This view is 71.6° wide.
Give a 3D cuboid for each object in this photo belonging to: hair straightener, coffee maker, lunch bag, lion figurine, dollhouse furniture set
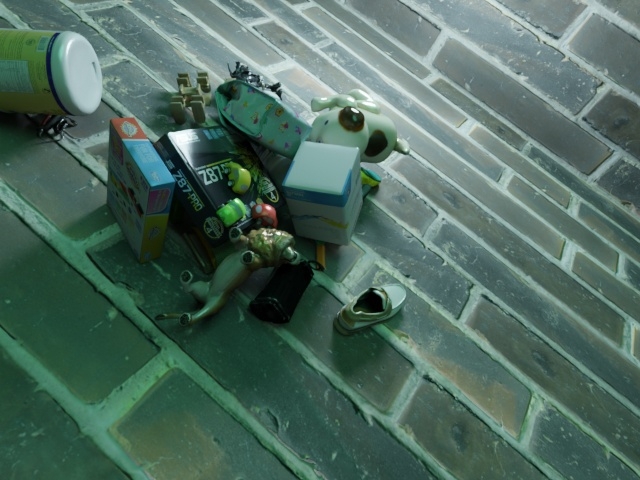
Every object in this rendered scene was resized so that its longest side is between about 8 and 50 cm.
[{"bbox_3d":[-0.836,-0.396,1.432,0.088,0.047,0.231,18,47,-13],"label":"hair straightener"},{"bbox_3d":[-0.101,0.137,1.277,0.120,0.171,0.178,41,45,-14],"label":"coffee maker"},{"bbox_3d":[-0.197,-0.391,1.422,0.262,0.160,0.223,33,7,30],"label":"lunch bag"},{"bbox_3d":[-0.241,0.095,1.201,0.392,0.240,0.142,-36,77,-1],"label":"lion figurine"},{"bbox_3d":[-0.325,-0.073,1.351,0.197,0.151,0.302,-20,64,-38],"label":"dollhouse furniture set"},{"bbox_3d":[-0.440,-0.527,1.723,0.241,0.161,0.212,-3,51,-2],"label":"dollhouse furniture set"}]

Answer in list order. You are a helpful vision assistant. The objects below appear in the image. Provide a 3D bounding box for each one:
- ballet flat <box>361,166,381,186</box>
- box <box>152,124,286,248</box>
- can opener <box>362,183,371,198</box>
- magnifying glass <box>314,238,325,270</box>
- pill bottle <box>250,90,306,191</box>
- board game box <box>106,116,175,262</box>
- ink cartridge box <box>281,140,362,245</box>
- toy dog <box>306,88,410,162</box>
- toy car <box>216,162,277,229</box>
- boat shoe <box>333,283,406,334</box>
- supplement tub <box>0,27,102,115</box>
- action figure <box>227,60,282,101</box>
[{"bbox_3d":[0.182,-0.251,1.812,0.077,0.077,0.231,47,17,15],"label":"ballet flat"},{"bbox_3d":[-0.285,-0.182,1.334,0.318,0.097,0.395,56,25,-4],"label":"box"},{"bbox_3d":[0.108,-0.124,1.674,0.074,0.093,0.280,31,50,1],"label":"can opener"},{"bbox_3d":[0.000,0.000,1.534,0.092,0.026,0.231,-4,54,5],"label":"magnifying glass"},{"bbox_3d":[-0.169,-0.376,1.655,0.204,0.204,0.361,-6,56,-31],"label":"pill bottle"},{"bbox_3d":[-0.493,-0.127,1.193,0.064,0.317,0.242,-20,65,-38],"label":"board game box"},{"bbox_3d":[0.018,-0.149,1.454,0.197,0.270,0.198,11,57,16],"label":"ink cartridge box"},{"bbox_3d":[0.110,-0.379,1.663,0.395,0.285,0.407,38,27,13],"label":"toy dog"},{"bbox_3d":[-0.208,-0.101,1.215,0.239,0.053,0.225,56,25,-12],"label":"toy car"},{"bbox_3d":[0.181,0.204,1.414,0.302,0.103,0.113,-23,66,-39],"label":"boat shoe"},{"bbox_3d":[-0.867,-0.501,1.327,0.330,0.241,0.241,2,49,0],"label":"supplement tub"},{"bbox_3d":[-0.292,-0.647,1.874,0.275,0.141,0.164,7,50,-43],"label":"action figure"}]
